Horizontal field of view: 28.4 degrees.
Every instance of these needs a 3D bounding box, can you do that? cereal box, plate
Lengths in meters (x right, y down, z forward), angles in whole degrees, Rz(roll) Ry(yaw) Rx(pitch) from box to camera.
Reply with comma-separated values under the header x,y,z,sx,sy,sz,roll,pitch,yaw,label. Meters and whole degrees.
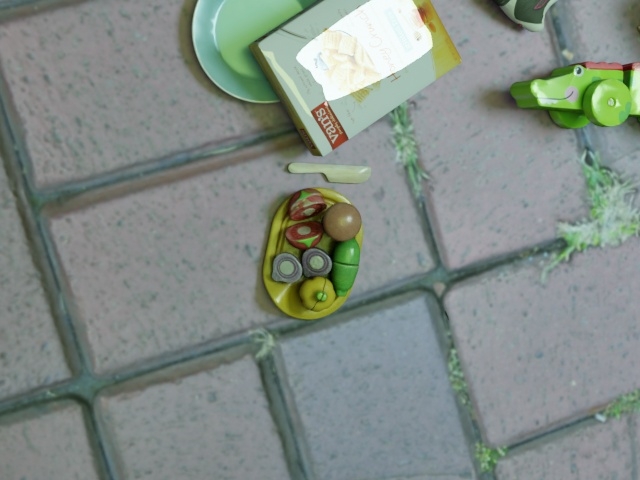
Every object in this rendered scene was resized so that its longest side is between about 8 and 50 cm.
x,y,z,sx,sy,sz,roll,pitch,yaw,label
0.048,-0.244,1.655,0.240,0.047,0.173,-36,107,-15,cereal box
-0.077,-0.273,1.657,0.188,0.024,0.188,-1,94,-13,plate

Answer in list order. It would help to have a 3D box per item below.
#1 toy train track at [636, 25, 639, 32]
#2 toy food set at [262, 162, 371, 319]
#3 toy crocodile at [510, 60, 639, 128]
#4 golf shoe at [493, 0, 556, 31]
x,y,z,sx,sy,sz,roll,pitch,yaw,label
0.471,-0.267,1.783,0.048,0.014,0.083,-32,99,-9,toy train track
0.000,0.000,1.667,0.128,0.071,0.218,10,91,-13,toy food set
0.424,-0.202,1.726,0.340,0.115,0.105,2,92,-15,toy crocodile
0.337,-0.407,1.713,0.273,0.105,0.120,-43,117,-1,golf shoe
